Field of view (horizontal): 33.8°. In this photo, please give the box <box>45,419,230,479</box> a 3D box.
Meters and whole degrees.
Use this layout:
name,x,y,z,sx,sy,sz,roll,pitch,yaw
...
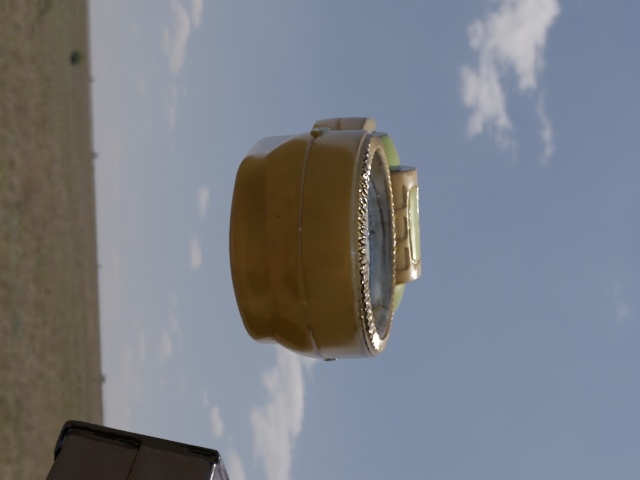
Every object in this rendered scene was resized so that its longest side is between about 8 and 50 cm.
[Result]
name,x,y,z,sx,sy,sz,roll,pitch,yaw
box,-0.184,0.334,1.124,0.252,0.188,0.153,84,20,-47

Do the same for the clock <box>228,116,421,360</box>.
name,x,y,z,sx,sy,sz,roll,pitch,yaw
clock,0.000,0.000,1.094,0.317,0.200,0.244,-49,134,-77
